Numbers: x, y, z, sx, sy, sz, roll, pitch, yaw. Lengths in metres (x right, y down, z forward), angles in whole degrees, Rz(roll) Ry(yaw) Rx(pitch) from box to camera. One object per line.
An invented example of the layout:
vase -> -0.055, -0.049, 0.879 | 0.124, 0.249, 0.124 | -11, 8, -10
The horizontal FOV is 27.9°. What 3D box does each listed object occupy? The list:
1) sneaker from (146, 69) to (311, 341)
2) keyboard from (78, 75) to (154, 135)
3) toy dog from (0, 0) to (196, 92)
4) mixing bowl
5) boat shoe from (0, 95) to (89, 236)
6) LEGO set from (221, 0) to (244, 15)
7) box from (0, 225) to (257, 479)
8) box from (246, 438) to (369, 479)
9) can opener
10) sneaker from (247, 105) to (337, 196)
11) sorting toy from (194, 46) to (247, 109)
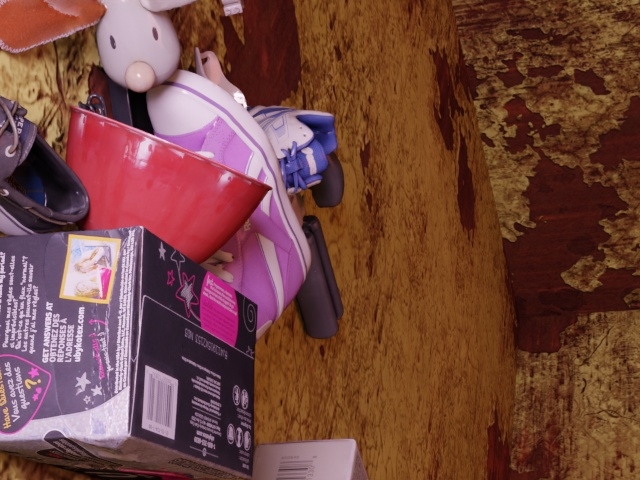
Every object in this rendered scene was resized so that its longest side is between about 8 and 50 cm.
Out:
sneaker -> -0.105, -0.016, 1.233 | 0.161, 0.102, 0.282 | -56, 130, -38
keyboard -> -0.178, -0.069, 1.224 | 0.201, 0.033, 0.317 | -25, 108, -74
toy dog -> -0.176, -0.235, 1.003 | 0.334, 0.220, 0.161 | 45, 26, -40
mixing bowl -> -0.141, -0.034, 1.079 | 0.098, 0.181, 0.181 | -68, 162, 1
boat shoe -> -0.237, -0.070, 0.935 | 0.228, 0.076, 0.080 | 61, 28, -54
LEGO set -> -0.143, -0.323, 1.312 | 0.093, 0.087, 0.227 | -97, 174, -62
box -> -0.159, 0.103, 1.034 | 0.247, 0.142, 0.163 | 42, 46, -65
box -> -0.001, 0.364, 1.511 | 0.148, 0.127, 0.232 | -76, 155, -49
can opener -> 0.000, 0.000, 1.687 | 0.076, 0.095, 0.283 | -70, 150, -54
sneaker -> -0.063, -0.089, 1.442 | 0.296, 0.131, 0.112 | -63, 146, -59
sorting toy -> -0.122, -0.177, 1.433 | 0.083, 0.045, 0.075 | -7, 84, -73
